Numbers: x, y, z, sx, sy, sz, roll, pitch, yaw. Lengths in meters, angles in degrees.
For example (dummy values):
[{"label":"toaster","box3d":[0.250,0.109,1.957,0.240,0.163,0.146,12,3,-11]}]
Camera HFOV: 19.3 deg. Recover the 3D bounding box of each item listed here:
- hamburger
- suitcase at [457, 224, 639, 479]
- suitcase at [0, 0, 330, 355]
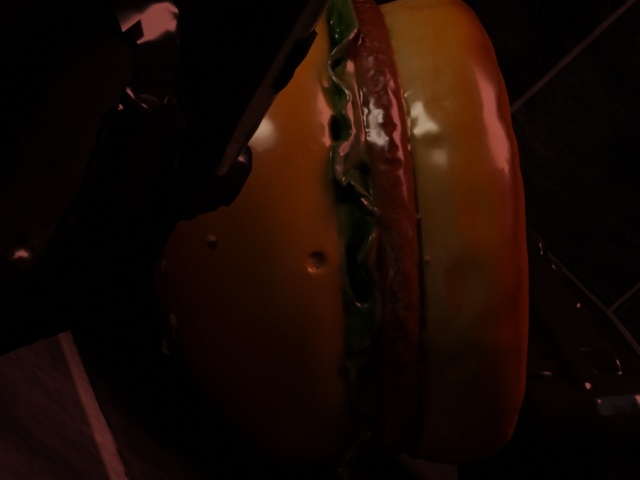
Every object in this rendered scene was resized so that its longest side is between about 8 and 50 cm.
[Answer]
[{"label":"hamburger","box3d":[0.000,0.000,0.886,0.246,0.170,0.246,178,-90,-85]},{"label":"suitcase","box3d":[0.119,0.122,1.012,0.285,0.066,0.206,-106,-170,-71]},{"label":"suitcase","box3d":[-0.172,-0.167,0.458,0.194,0.283,0.434,-25,69,-40]}]
